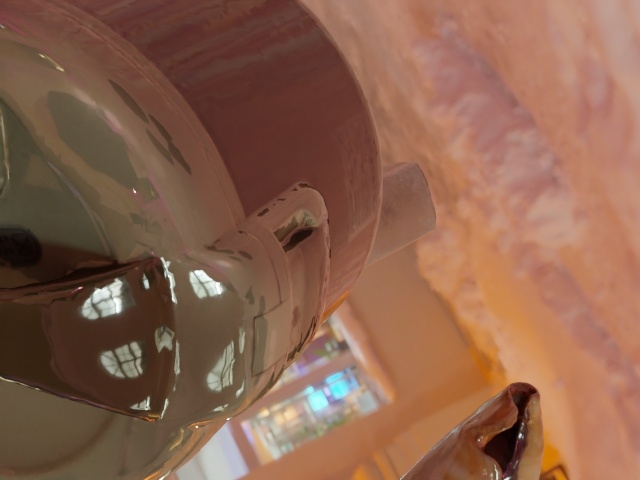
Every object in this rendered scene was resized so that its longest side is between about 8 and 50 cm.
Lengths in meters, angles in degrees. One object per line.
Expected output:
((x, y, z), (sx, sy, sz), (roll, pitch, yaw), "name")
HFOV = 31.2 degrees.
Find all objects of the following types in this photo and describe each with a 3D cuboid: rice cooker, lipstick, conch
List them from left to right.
((-0.144, -0.012, 0.715), (0.335, 0.335, 0.325), (64, -151, -9), "rice cooker")
((0.000, 0.000, 1.010), (0.079, 0.253, 0.077), (-10, 102, 42), "lipstick")
((0.120, 0.223, 1.022), (0.127, 0.158, 0.255), (30, 119, 34), "conch")
